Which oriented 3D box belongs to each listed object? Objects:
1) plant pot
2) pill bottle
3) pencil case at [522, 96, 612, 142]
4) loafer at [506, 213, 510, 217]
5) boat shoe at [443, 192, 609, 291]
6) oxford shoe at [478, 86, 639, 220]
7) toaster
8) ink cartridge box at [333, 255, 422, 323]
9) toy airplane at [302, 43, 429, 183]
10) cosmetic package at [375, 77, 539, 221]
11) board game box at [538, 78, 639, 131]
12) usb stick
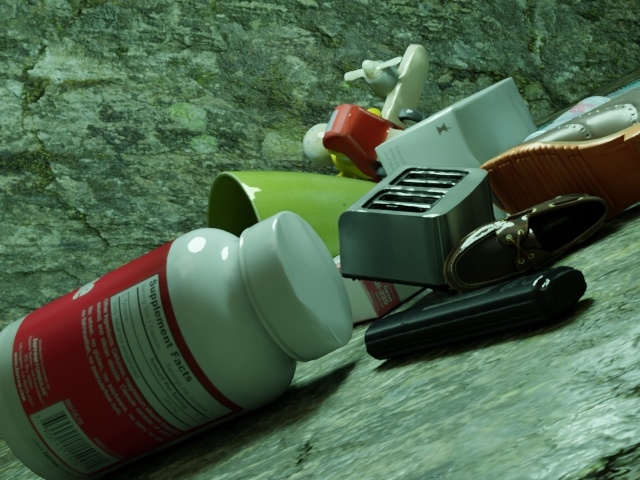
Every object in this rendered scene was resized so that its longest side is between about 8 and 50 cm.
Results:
[{"bbox_3d":[0.000,0.000,1.759,0.294,0.274,0.275,-12,-2,-23],"label":"plant pot"},{"bbox_3d":[-0.178,0.126,1.304,0.408,0.229,0.229,-26,4,18],"label":"pill bottle"},{"bbox_3d":[0.428,-0.160,1.799,0.124,0.113,0.273,-11,13,35],"label":"pencil case"},{"bbox_3d":[0.287,-0.031,1.593,0.039,0.045,0.125,-33,5,13],"label":"loafer"},{"bbox_3d":[0.243,-0.002,1.275,0.207,0.073,0.073,-28,2,-9],"label":"boat shoe"},{"bbox_3d":[0.360,-0.109,1.342,0.364,0.130,0.132,-10,34,45],"label":"oxford shoe"},{"bbox_3d":[0.132,-0.016,1.393,0.186,0.110,0.168,6,29,32],"label":"toaster"},{"bbox_3d":[0.097,0.039,1.587,0.218,0.092,0.159,-32,6,-34],"label":"ink cartridge box"},{"bbox_3d":[0.100,-0.161,2.128,0.273,0.384,0.386,18,38,21],"label":"toy airplane"},{"bbox_3d":[0.260,-0.130,1.823,0.156,0.217,0.385,-24,3,29],"label":"cosmetic package"},{"bbox_3d":[0.550,-0.228,2.107,0.254,0.079,0.336,-26,5,17],"label":"board game box"},{"bbox_3d":[0.149,0.077,1.103,0.077,0.045,0.278,-21,-1,-39],"label":"usb stick"}]
